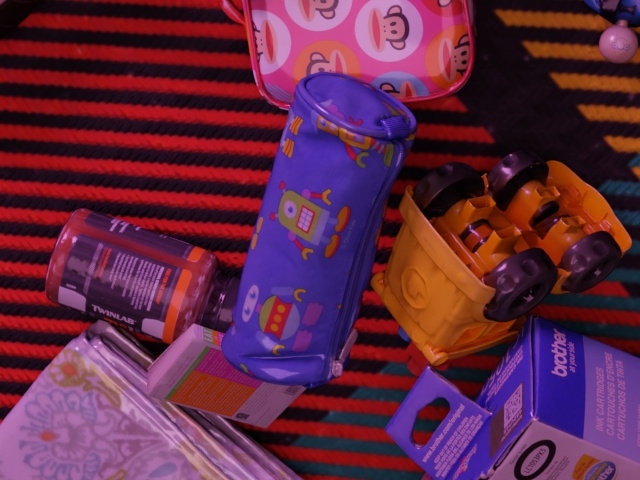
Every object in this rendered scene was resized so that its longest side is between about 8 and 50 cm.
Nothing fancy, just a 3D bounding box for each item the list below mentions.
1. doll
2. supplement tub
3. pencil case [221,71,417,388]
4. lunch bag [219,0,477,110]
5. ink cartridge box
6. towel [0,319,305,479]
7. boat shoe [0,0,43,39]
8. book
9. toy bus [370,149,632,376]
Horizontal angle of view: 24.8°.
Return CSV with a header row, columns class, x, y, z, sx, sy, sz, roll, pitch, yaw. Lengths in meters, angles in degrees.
class,x,y,z,sx,sy,sz,roll,pitch,yaw
doll,0.294,-0.264,1.392,0.129,0.046,0.189,5,101,-5
supplement tub,-0.173,0.045,1.486,0.197,0.106,0.106,19,103,4
pencil case,0.000,0.000,1.363,0.133,0.119,0.306,30,118,28
lunch bag,0.015,-0.268,1.393,0.258,0.120,0.293,-4,101,9
ink cartridge box,0.256,0.247,1.368,0.395,0.151,0.270,22,127,-9
towel,-0.228,0.310,1.556,0.320,0.090,0.374,41,103,2
boat shoe,-0.305,-0.295,1.445,0.307,0.111,0.104,-43,93,2
book,-0.090,0.139,1.480,0.144,0.035,0.096,22,130,-28
toy bus,0.162,0.039,1.413,0.149,0.220,0.211,51,137,29
